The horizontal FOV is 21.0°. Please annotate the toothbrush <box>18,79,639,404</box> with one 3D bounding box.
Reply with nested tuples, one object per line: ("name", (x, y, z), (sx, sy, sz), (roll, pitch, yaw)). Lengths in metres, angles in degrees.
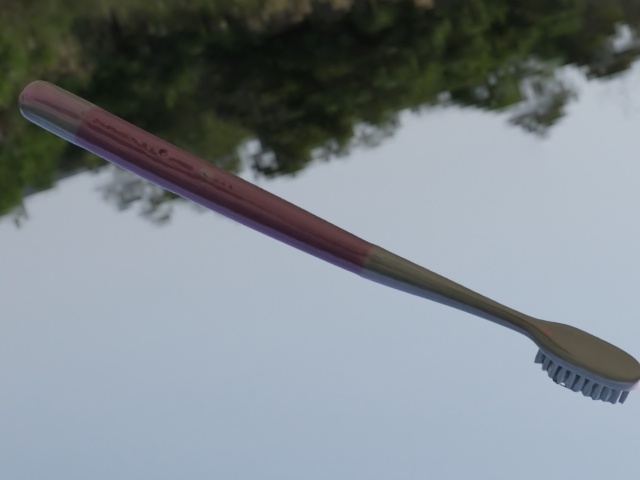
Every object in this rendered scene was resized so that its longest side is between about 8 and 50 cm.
("toothbrush", (0.000, 0.000, 0.717), (0.020, 0.286, 0.025), (-58, 169, -33))
